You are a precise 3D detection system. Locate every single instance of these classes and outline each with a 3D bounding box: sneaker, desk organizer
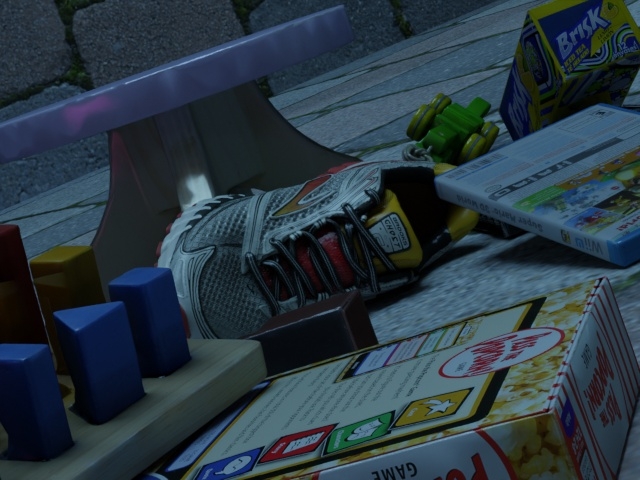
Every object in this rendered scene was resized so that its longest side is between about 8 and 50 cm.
[{"bbox_3d":[0.000,0.000,0.930,0.093,0.088,0.225,-10,14,47],"label":"sneaker"},{"bbox_3d":[-0.038,0.065,0.752,0.130,0.047,0.050,-19,6,14],"label":"desk organizer"}]

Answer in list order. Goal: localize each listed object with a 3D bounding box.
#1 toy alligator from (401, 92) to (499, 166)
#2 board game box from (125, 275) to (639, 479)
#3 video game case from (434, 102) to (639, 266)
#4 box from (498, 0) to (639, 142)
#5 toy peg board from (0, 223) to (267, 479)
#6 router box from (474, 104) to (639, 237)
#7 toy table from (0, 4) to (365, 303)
[{"bbox_3d":[0.088,-0.067,1.280,0.051,0.056,0.190,-64,-11,26],"label":"toy alligator"},{"bbox_3d":[0.005,0.076,0.575,0.193,0.045,0.147,-18,9,20],"label":"board game box"},{"bbox_3d":[0.152,-0.033,0.884,0.119,0.015,0.166,-24,23,-22],"label":"video game case"},{"bbox_3d":[0.158,-0.100,1.081,0.059,0.054,0.169,-22,-16,-7],"label":"box"},{"bbox_3d":[-0.133,0.042,0.597,0.161,0.079,0.161,-2,19,32],"label":"toy peg board"},{"bbox_3d":[0.145,-0.043,1.015,0.122,0.038,0.092,-22,9,-9],"label":"router box"},{"bbox_3d":[-0.087,-0.051,1.215,0.274,0.161,0.252,-18,9,17],"label":"toy table"}]
